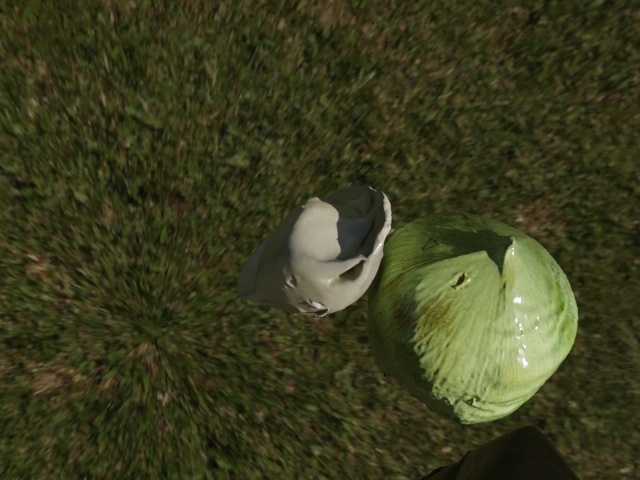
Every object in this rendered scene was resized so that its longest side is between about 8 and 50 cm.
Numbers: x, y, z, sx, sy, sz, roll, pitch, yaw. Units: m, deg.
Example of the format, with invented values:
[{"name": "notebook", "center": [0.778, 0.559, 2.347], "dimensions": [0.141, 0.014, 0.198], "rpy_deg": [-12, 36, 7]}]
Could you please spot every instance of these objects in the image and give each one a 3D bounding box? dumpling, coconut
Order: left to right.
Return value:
[{"name": "dumpling", "center": [0.001, 0.000, 0.470], "dimensions": [0.043, 0.077, 0.059], "rpy_deg": [26, 53, -12]}, {"name": "coconut", "center": [0.061, 0.030, 0.476], "dimensions": [0.088, 0.096, 0.088], "rpy_deg": [7, 49, -9]}]

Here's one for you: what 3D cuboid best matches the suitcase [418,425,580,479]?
[{"name": "suitcase", "center": [0.195, 0.354, 0.964], "dimensions": [0.188, 0.339, 0.345], "rpy_deg": [-39, 88, 26]}]
